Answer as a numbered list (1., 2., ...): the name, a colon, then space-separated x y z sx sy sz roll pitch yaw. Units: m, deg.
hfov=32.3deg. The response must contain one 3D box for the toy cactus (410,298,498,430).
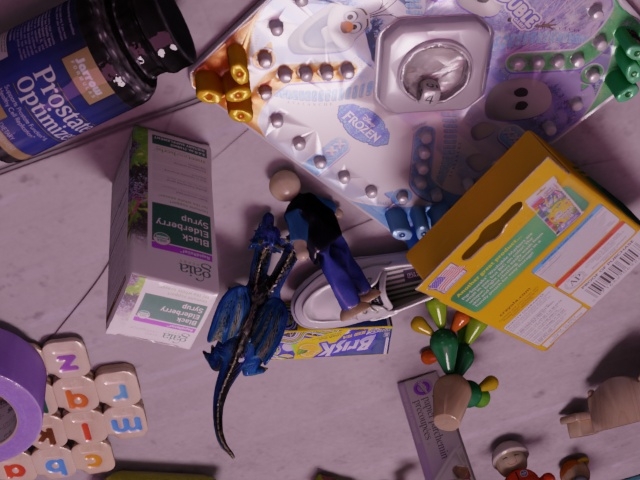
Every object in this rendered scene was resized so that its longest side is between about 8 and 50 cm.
1. toy cactus: 0.170 0.167 1.457 0.112 0.181 0.219 0 131 18

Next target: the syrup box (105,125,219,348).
1. syrup box: -0.170 -0.006 1.182 0.093 0.237 0.096 14 129 -20

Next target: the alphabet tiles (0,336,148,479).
1. alphabet tiles: -0.386 0.236 1.521 0.284 0.021 0.278 -7 131 -4

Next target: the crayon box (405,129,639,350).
1. crayon box: 0.242 0.003 1.288 0.203 0.083 0.323 -46 142 15

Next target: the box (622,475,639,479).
1. box: 0.569 0.506 1.887 0.060 0.101 0.244 -18 133 8

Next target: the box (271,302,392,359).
1. box: 0.007 0.117 1.456 0.168 0.054 0.059 -3 133 -8

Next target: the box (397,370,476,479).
1. box: 0.176 0.322 1.491 0.063 0.324 0.067 -20 134 5

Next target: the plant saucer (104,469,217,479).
1. plant saucer: -0.252 0.411 1.693 0.188 0.045 0.188 7 132 -16

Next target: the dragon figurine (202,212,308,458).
1. dragon figurine: -0.088 0.105 1.329 0.085 0.289 0.144 21 159 -2

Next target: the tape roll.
1. tape roll: -0.449 0.199 1.413 0.188 0.080 0.189 -4 130 -5

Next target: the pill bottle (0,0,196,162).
1. pill bottle: -0.240 -0.172 1.092 0.219 0.123 0.123 -24 132 10

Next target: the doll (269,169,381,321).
1. doll: 0.000 0.000 1.293 0.046 0.129 0.189 -27 97 31

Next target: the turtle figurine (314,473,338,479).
1. turtle figurine: 0.090 0.424 1.737 0.217 0.087 0.270 16 137 -13

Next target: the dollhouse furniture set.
1. dollhouse furniture set: 0.557 0.160 1.604 0.303 0.174 0.355 -3 164 -24

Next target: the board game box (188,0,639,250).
1. board game box: 0.125 -0.181 1.199 0.390 0.050 0.390 -38 127 24

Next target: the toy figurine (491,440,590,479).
1. toy figurine: 0.327 0.428 1.750 0.209 0.148 0.213 13 128 -28

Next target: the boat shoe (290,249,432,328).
1. boat shoe: 0.070 0.056 1.380 0.226 0.076 0.083 -22 103 0
